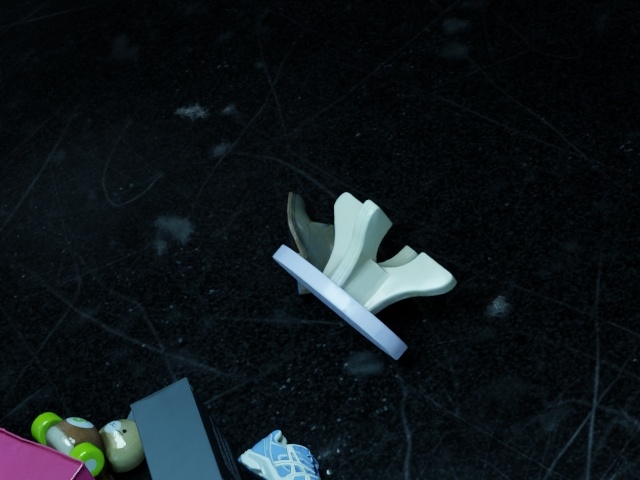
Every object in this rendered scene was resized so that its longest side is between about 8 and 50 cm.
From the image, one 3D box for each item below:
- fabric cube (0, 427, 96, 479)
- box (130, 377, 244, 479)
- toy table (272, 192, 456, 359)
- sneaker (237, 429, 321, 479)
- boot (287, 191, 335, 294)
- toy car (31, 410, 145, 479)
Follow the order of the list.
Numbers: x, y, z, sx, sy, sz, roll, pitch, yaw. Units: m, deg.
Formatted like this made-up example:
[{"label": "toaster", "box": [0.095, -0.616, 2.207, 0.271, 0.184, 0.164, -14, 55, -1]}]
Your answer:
[{"label": "fabric cube", "box": [-0.449, 0.447, 1.983, 0.259, 0.258, 0.254, 16, 57, 34]}, {"label": "box", "box": [-0.172, 0.359, 2.004, 0.103, 0.184, 0.261, -25, 43, -2]}, {"label": "toy table", "box": [0.071, 0.047, 2.177, 0.274, 0.252, 0.161, 40, 86, 21]}, {"label": "sneaker", "box": [-0.031, 0.348, 2.031, 0.211, 0.080, 0.081, 30, 68, 38]}, {"label": "boot", "box": [0.000, 0.000, 2.366, 0.106, 0.082, 0.219, -7, 51, -2]}, {"label": "toy car", "box": [-0.325, 0.312, 2.157, 0.188, 0.149, 0.155, -33, 33, -25]}]
